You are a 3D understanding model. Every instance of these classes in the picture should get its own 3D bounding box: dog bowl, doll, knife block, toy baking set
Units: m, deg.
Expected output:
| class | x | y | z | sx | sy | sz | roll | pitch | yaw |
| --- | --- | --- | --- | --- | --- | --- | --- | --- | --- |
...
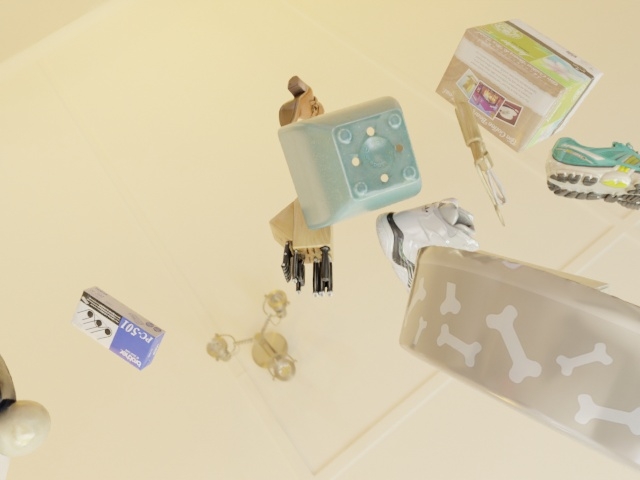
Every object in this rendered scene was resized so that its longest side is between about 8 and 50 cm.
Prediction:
| class | x | y | z | sx | sy | sz | roll | pitch | yaw |
| --- | --- | --- | --- | --- | --- | --- | --- | --- | --- |
| dog bowl | 0.234 | 0.126 | 0.485 | 0.349 | 0.349 | 0.102 | 24 | -95 | 26 |
| doll | -0.253 | 0.070 | 0.337 | 0.189 | 0.129 | 0.046 | 49 | -117 | -11 |
| knife block | 0.000 | 0.000 | 1.278 | 0.242 | 0.088 | 0.276 | 39 | -111 | 25 |
| toy baking set | 0.307 | -0.162 | 0.952 | 0.030 | 0.197 | 0.256 | -22 | -124 | 25 |

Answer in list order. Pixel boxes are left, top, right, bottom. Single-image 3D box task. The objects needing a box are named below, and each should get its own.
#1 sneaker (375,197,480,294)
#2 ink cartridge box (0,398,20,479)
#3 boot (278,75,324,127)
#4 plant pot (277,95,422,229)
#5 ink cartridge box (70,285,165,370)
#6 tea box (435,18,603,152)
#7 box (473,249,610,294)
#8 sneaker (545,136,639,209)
| class | x | y | z | sx | sy | sz | roll | pitch | yaw |
| --- | --- | --- | --- | --- | --- | --- | --- | --- | --- |
| sneaker | 0.301 | 0.050 | 1.250 | 0.210 | 0.365 | 0.137 | -21 | -147 | 23 |
| ink cartridge box | -0.386 | 0.190 | 0.366 | 0.199 | 0.273 | 0.114 | 11 | -95 | -7 |
| boot | -0.047 | -0.387 | 1.547 | 0.073 | 0.152 | 0.197 | -5 | -117 | 35 |
| plant pot | 0.078 | -0.166 | 1.063 | 0.248 | 0.252 | 0.247 | -19 | -82 | -11 |
| ink cartridge box | -0.468 | 0.201 | 1.169 | 0.207 | 0.046 | 0.097 | 31 | -74 | 8 |
| tea box | 0.595 | -0.476 | 1.528 | 0.324 | 0.220 | 0.329 | -28 | -117 | -38 |
| box | 0.380 | 0.103 | 0.952 | 0.094 | 0.113 | 0.275 | -10 | -165 | -33 |
| sneaker | 0.550 | -0.127 | 0.902 | 0.276 | 0.107 | 0.109 | 13 | -110 | 10 |
